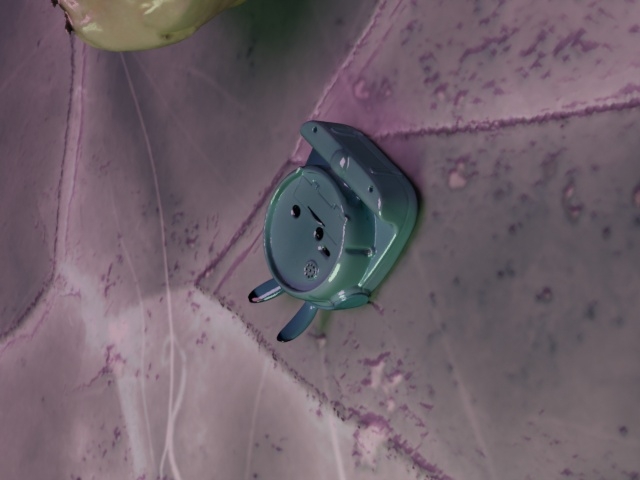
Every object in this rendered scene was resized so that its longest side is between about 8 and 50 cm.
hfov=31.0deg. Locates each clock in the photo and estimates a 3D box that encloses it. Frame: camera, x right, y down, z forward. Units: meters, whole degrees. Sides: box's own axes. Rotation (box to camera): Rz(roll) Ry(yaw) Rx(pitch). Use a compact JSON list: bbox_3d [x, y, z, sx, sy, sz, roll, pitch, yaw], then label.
[{"bbox_3d":[0.001,0.000,0.792,0.108,0.045,0.147,50,122,40],"label":"clock"}]

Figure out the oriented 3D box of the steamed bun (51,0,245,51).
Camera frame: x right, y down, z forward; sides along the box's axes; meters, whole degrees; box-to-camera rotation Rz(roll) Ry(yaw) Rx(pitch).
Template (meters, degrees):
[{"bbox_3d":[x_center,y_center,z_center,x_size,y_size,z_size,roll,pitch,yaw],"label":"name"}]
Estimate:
[{"bbox_3d":[-0.118,-0.307,0.813,0.206,0.275,0.320,-20,100,17],"label":"steamed bun"}]
